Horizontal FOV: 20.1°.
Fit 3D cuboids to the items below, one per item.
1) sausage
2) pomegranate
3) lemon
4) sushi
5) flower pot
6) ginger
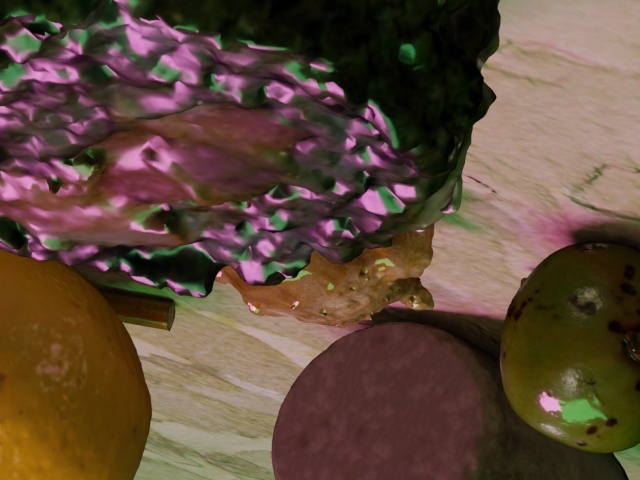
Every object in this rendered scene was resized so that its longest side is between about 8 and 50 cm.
[{"bbox_3d":[-0.199,0.068,1.823,0.107,0.031,0.031,8,162,15],"label":"sausage"},{"bbox_3d":[0.211,0.079,1.358,0.156,0.156,0.220,10,180,11],"label":"pomegranate"},{"bbox_3d":[-0.356,0.126,1.651,0.364,0.364,0.364,13,163,4],"label":"lemon"},{"bbox_3d":[-0.062,-0.101,0.937,0.294,0.178,0.352,15,160,-13],"label":"sushi"},{"bbox_3d":[0.120,0.233,1.714,0.293,0.293,0.330,4,153,30],"label":"flower pot"},{"bbox_3d":[0.000,0.000,1.340,0.216,0.102,0.157,28,132,-25],"label":"ginger"}]
